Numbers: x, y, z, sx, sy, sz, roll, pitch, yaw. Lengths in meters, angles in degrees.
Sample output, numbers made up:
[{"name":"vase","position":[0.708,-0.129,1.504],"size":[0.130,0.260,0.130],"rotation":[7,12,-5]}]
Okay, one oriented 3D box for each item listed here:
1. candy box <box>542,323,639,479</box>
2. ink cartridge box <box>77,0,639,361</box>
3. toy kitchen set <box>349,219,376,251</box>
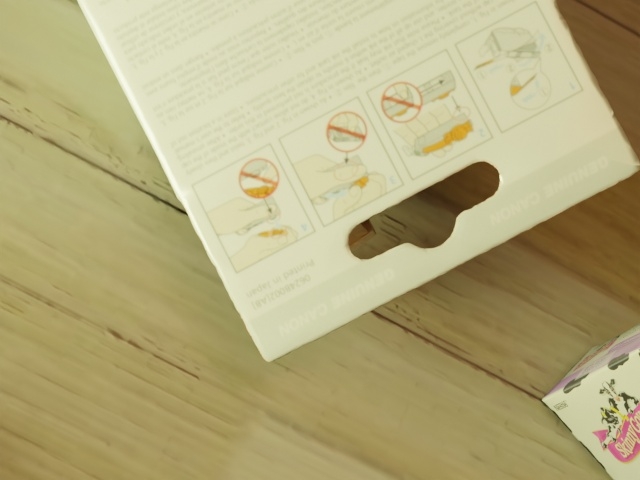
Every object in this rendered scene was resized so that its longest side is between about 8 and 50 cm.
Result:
[{"name":"candy box","position":[0.281,0.152,1.325],"size":[0.070,0.165,0.196],"rotation":[-41,88,-25]},{"name":"ink cartridge box","position":[0.011,-0.149,1.309],"size":[0.308,0.091,0.385],"rotation":[-28,85,5]},{"name":"toy kitchen set","position":[0.000,0.000,1.362],"size":[0.083,0.075,0.068],"rotation":[-34,128,8]}]
